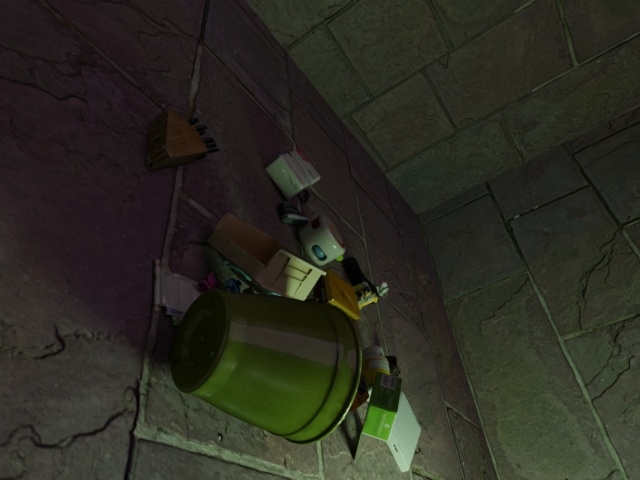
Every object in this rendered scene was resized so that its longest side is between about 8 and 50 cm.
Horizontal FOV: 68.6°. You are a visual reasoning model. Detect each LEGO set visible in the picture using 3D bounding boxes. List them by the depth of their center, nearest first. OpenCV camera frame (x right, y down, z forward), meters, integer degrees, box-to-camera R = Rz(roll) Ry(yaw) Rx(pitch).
[{"bbox_3d":[-0.240,0.161,1.336,0.227,0.087,0.093,60,17,-29],"label":"LEGO set"},{"bbox_3d":[0.159,0.240,2.107,0.287,0.132,0.107,-10,60,-32],"label":"LEGO set"}]

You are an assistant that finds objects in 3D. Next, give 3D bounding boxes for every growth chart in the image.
[{"bbox_3d":[-0.344,0.165,1.224,0.237,0.021,0.172,39,33,-44],"label":"growth chart"}]

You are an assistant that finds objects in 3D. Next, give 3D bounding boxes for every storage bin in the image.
[{"bbox_3d":[-0.167,0.053,1.422,0.262,0.123,0.260,33,0,37],"label":"storage bin"}]

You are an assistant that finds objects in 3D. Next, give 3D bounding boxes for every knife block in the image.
[{"bbox_3d":[-0.418,-0.283,1.473,0.242,0.088,0.276,37,33,-45],"label":"knife block"}]

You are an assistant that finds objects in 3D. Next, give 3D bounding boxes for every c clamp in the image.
[{"bbox_3d":[-0.093,-0.250,2.231,0.137,0.022,0.161,58,21,-24],"label":"c clamp"}]

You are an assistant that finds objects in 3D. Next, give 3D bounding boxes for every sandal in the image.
[{"bbox_3d":[0.182,0.197,2.237,0.254,0.097,0.054,56,19,12],"label":"sandal"}]

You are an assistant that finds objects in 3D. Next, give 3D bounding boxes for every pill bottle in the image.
[{"bbox_3d":[0.223,0.538,1.903,0.117,0.117,0.208,46,28,-34],"label":"pill bottle"}]

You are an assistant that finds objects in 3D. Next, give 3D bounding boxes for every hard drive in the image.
[{"bbox_3d":[0.343,0.794,1.982,0.203,0.040,0.307,64,23,2],"label":"hard drive"}]

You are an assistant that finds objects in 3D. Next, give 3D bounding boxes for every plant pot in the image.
[{"bbox_3d":[-0.153,0.280,1.147,0.353,0.366,0.366,28,39,-36],"label":"plant pot"}]

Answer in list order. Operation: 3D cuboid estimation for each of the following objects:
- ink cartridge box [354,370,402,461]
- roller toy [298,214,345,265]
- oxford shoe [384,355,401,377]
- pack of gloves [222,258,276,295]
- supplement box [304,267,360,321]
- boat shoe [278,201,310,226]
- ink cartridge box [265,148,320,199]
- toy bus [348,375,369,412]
[{"bbox_3d":[0.200,0.616,1.616,0.189,0.097,0.255,-52,154,-66],"label":"ink cartridge box"},{"bbox_3d":[0.000,0.000,1.984,0.209,0.146,0.191,64,13,18],"label":"roller toy"},{"bbox_3d":[0.301,0.585,2.051,0.083,0.096,0.227,54,25,-24],"label":"oxford shoe"},{"bbox_3d":[-0.191,0.126,1.432,0.232,0.046,0.195,45,-7,-36],"label":"pack of gloves"},{"bbox_3d":[0.004,0.225,1.678,0.191,0.194,0.129,39,32,-45],"label":"supplement box"},{"bbox_3d":[-0.108,-0.114,1.981,0.183,0.065,0.083,15,53,-60],"label":"boat shoe"},{"bbox_3d":[-0.120,-0.299,2.085,0.172,0.100,0.237,53,26,-3],"label":"ink cartridge box"},{"bbox_3d":[0.049,0.450,1.618,0.220,0.149,0.211,51,12,-20],"label":"toy bus"}]
